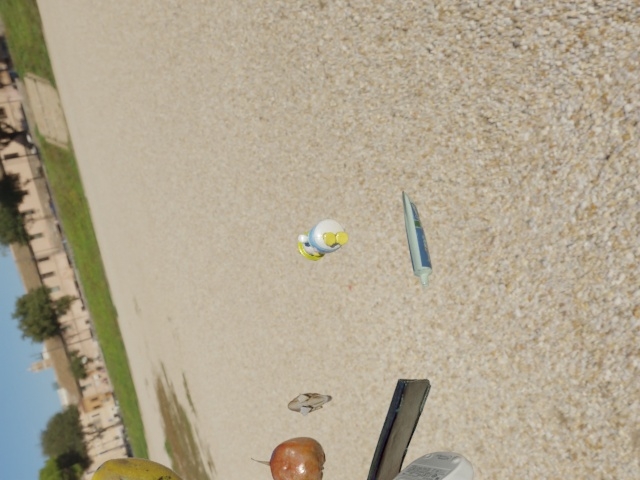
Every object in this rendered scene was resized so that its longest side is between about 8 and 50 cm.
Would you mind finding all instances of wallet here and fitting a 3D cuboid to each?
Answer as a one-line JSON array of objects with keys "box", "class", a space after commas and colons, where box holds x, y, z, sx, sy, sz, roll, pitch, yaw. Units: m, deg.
[{"box": [0.217, 0.534, 1.570, 0.045, 0.172, 0.318, 20, 93, 38], "class": "wallet"}]

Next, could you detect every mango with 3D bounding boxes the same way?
[{"box": [-0.567, 0.803, 1.796, 0.176, 0.329, 0.177, -90, 13, -60], "class": "mango"}]

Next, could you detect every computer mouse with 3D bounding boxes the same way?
[{"box": [0.248, 0.625, 1.346, 0.184, 0.296, 0.121, -24, 86, 49], "class": "computer mouse"}]

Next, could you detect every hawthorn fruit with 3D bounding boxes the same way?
[{"box": [-0.072, 0.599, 1.479, 0.149, 0.189, 0.149, 173, 90, -70], "class": "hawthorn fruit"}]

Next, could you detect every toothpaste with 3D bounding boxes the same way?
[{"box": [0.183, -0.003, 1.068, 0.034, 0.057, 0.197, -21, 59, 28], "class": "toothpaste"}]

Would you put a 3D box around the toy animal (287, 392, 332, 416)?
[{"box": [-0.043, 0.667, 2.317, 0.179, 0.188, 0.089, 93, 166, -77], "class": "toy animal"}]

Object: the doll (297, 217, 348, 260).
[{"box": [0.001, 0.001, 1.645, 0.099, 0.135, 0.241, 53, 155, -1], "class": "doll"}]
